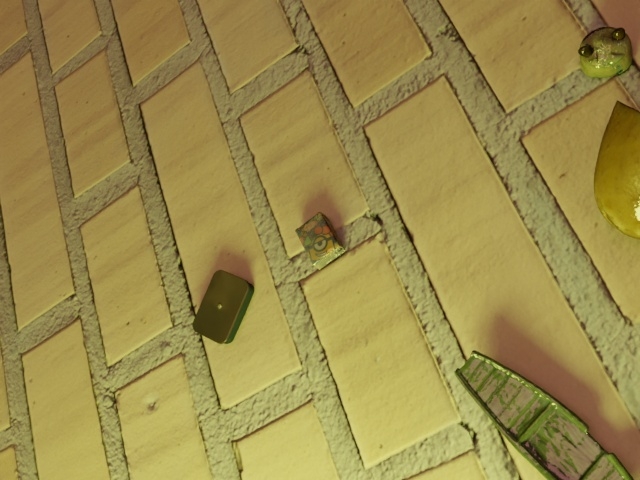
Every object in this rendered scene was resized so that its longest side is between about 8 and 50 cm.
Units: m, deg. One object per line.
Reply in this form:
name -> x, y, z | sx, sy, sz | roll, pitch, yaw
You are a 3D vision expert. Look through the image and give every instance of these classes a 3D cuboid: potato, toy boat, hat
potato -> 0.453, -0.080, 1.012 | 0.203, 0.178, 0.158 | 36, 109, 10
toy boat -> 0.312, 0.265, 1.026 | 0.093, 0.055, 0.293 | -51, 57, 6
hat -> 0.440, -0.295, 1.145 | 0.077, 0.059, 0.076 | -5, 75, 24

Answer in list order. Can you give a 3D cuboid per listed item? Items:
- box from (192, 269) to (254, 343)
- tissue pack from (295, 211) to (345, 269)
box -> -0.178, 0.124, 1.370 | 0.091, 0.031, 0.126 | 18, 84, 33
tissue pack -> 0.000, 0.000, 1.309 | 0.063, 0.035, 0.083 | -36, 57, 15
